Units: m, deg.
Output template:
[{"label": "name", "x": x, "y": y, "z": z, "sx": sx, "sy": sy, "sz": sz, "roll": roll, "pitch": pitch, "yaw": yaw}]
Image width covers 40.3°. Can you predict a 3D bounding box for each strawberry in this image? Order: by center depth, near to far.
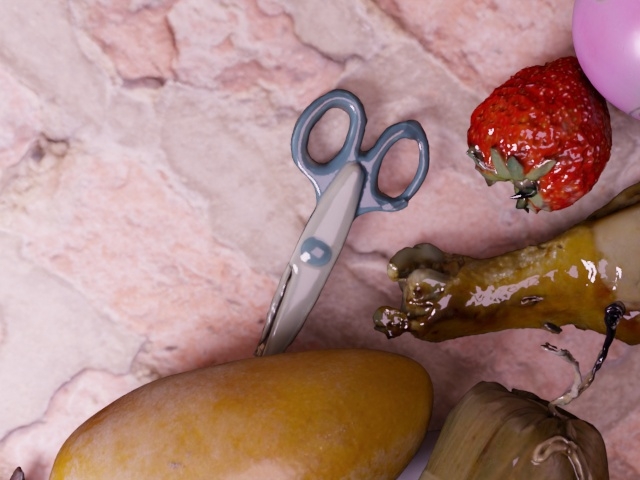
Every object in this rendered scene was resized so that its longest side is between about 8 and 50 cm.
[{"label": "strawberry", "x": 0.215, "y": -0.101, "z": 0.815, "sx": 0.148, "sy": 0.131, "sz": 0.131, "roll": -44, "pitch": 103, "yaw": 4}]

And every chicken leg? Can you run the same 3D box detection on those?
[{"label": "chicken leg", "x": 0.260, "y": 0.027, "z": 0.852, "sx": 0.428, "sy": 0.153, "sz": 0.202, "roll": -10, "pitch": 92, "yaw": 4}]

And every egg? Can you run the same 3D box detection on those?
[{"label": "egg", "x": 0.352, "y": -0.186, "z": 0.769, "sx": 0.271, "sy": 0.196, "sz": 0.197, "roll": 2, "pitch": 103, "yaw": -17}]

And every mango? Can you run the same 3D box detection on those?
[{"label": "mango", "x": -0.070, "y": 0.207, "z": 0.813, "sx": 0.383, "sy": 0.199, "sz": 0.221, "roll": -18, "pitch": 148, "yaw": -5}]

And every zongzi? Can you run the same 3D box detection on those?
[{"label": "zongzi", "x": 0.220, "y": 0.298, "z": 0.808, "sx": 0.418, "sy": 0.181, "sz": 0.447, "roll": 29, "pitch": 85, "yaw": -32}]

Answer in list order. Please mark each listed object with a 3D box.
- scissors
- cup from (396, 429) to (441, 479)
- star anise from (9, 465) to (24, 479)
[{"label": "scissors", "x": 0.000, "y": 0.000, "z": 0.858, "sx": 0.138, "sy": 0.041, "sz": 0.289, "roll": 24, "pitch": 97, "yaw": -7}, {"label": "cup", "x": 0.126, "y": 0.263, "z": 0.896, "sx": 0.133, "sy": 0.099, "sz": 0.136, "roll": -2, "pitch": 83, "yaw": -6}, {"label": "star anise", "x": -0.329, "y": 0.326, "z": 0.891, "sx": 0.182, "sy": 0.065, "sz": 0.195, "roll": -3, "pitch": 107, "yaw": -4}]
